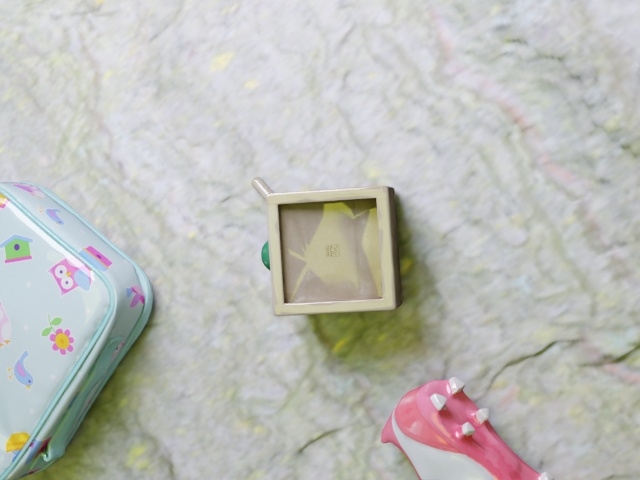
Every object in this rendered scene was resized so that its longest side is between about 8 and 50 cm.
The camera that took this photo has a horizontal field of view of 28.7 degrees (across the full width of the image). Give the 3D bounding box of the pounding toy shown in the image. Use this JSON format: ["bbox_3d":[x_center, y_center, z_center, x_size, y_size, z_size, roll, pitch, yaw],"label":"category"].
[{"bbox_3d":[0.000,0.000,1.151,0.141,0.100,0.130,-4,90,9],"label":"pounding toy"}]

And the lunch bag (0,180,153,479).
[{"bbox_3d":[-0.309,0.099,1.244,0.224,0.108,0.279,37,104,10],"label":"lunch bag"}]

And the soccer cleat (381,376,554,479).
[{"bbox_3d":[0.154,0.233,1.107,0.248,0.083,0.095,50,130,9],"label":"soccer cleat"}]
